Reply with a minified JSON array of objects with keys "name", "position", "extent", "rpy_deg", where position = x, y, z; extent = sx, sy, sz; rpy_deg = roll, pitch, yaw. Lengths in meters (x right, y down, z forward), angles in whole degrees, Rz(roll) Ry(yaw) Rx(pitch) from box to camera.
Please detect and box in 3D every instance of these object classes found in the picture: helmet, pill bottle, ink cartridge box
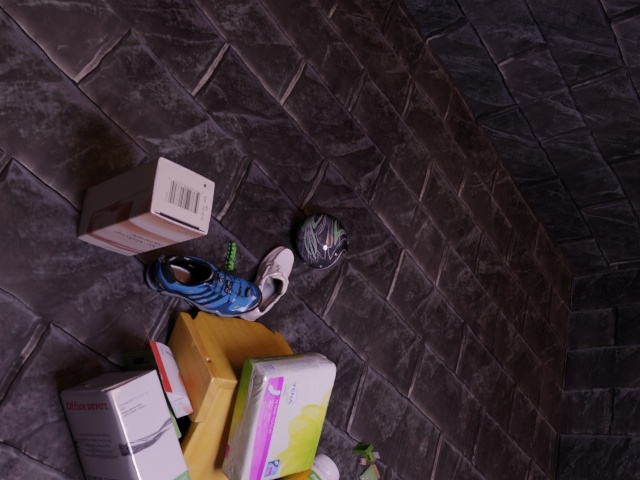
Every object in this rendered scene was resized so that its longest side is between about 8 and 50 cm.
[{"name":"helmet","position":[0.000,0.000,1.933],"extent":[0.161,0.169,0.169],"rpy_deg":[-16,92,-66]},{"name":"pill bottle","position":[-0.057,0.682,1.693],"extent":[0.245,0.136,0.136],"rpy_deg":[-28,101,-49]},{"name":"ink cartridge box","position":[-0.400,0.422,1.307],"extent":[0.121,0.211,0.289],"rpy_deg":[-20,95,-49]},{"name":"ink cartridge box","position":[-0.397,0.355,1.409],"extent":[0.062,0.109,0.209],"rpy_deg":[-24,98,-51]},{"name":"ink cartridge box","position":[-0.331,0.281,1.380],"extent":[0.045,0.179,0.145],"rpy_deg":[-18,49,-17]}]

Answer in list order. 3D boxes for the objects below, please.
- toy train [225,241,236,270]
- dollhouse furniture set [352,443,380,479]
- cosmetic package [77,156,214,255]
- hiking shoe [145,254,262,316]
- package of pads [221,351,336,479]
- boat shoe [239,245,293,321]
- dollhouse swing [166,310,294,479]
[{"name":"toy train","position":[-0.245,0.044,1.746],"extent":[0.023,0.017,0.083],"rpy_deg":[37,53,-50]},{"name":"dollhouse furniture set","position":[0.158,0.715,1.996],"extent":[0.076,0.058,0.152],"rpy_deg":[-30,102,-49]},{"name":"cosmetic package","position":[-0.388,-0.065,1.393],"extent":[0.153,0.296,0.129],"rpy_deg":[23,64,-42]},{"name":"hiking shoe","position":[-0.271,0.114,1.552],"extent":[0.304,0.132,0.113],"rpy_deg":[16,67,-26]},{"name":"package of pads","position":[-0.092,0.416,1.493],"extent":[0.229,0.101,0.297],"rpy_deg":[2,106,-42]},{"name":"boat shoe","position":[-0.132,0.120,1.794],"extent":[0.098,0.096,0.277],"rpy_deg":[52,46,-26]},{"name":"dollhouse swing","position":[-0.247,0.410,1.609],"extent":[0.346,0.305,0.315],"rpy_deg":[19,24,-45]}]
